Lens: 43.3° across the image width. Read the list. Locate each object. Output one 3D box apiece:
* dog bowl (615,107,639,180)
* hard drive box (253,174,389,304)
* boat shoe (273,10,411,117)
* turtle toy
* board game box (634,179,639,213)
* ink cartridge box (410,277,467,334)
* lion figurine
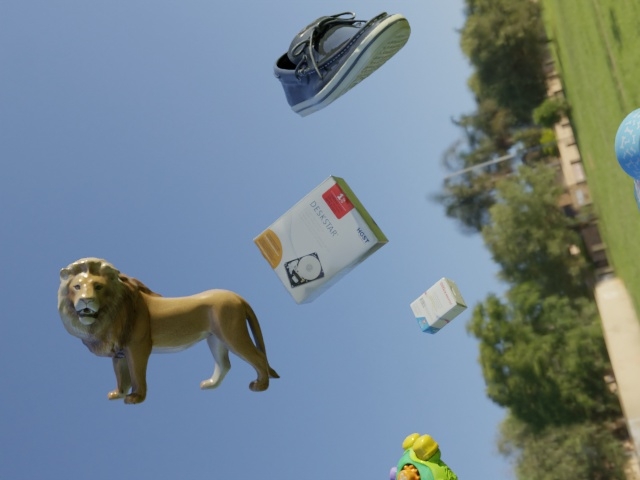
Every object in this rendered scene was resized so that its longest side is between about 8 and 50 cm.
[{"bbox_3d":[0.792,-0.188,1.744,0.074,0.297,0.166,-162,91,-81],"label":"dog bowl"},{"bbox_3d":[0.000,0.000,1.758,0.181,0.232,0.089,54,-165,13],"label":"hard drive box"},{"bbox_3d":[0.020,-0.372,1.629,0.156,0.186,0.500,54,165,-11],"label":"boat shoe"},{"bbox_3d":[0.111,0.262,0.863,0.095,0.066,0.130,49,167,4],"label":"turtle toy"},{"bbox_3d":[0.761,-0.063,1.859,0.260,0.030,0.136,-85,-23,-43],"label":"board game box"},{"bbox_3d":[0.297,0.165,2.024,0.052,0.122,0.089,18,-141,-41],"label":"ink cartridge box"},{"bbox_3d":[-0.249,0.147,1.380,0.392,0.142,0.240,0,-93,-31],"label":"lion figurine"}]
